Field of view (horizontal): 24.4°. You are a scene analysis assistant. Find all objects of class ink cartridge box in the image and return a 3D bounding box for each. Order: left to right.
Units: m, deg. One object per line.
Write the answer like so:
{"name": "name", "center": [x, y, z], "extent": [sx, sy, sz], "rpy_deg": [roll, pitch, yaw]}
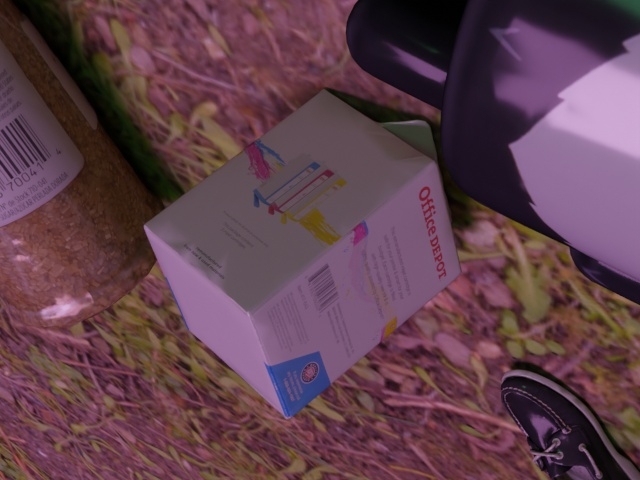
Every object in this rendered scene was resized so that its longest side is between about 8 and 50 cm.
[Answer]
{"name": "ink cartridge box", "center": [0.000, 0.000, 0.767], "extent": [0.090, 0.143, 0.092], "rpy_deg": [37, 156, 36]}

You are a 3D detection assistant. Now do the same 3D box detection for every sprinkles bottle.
{"name": "sprinkles bottle", "center": [-0.224, -0.106, 0.852], "extent": [0.121, 0.121, 0.355], "rpy_deg": [6, 139, 42]}

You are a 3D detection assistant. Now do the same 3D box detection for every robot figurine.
{"name": "robot figurine", "center": [0.147, -0.057, 0.478], "extent": [0.278, 0.173, 0.209], "rpy_deg": [27, -178, 16]}

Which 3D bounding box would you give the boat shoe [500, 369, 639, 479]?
{"name": "boat shoe", "center": [0.148, 0.128, 0.889], "extent": [0.125, 0.038, 0.046], "rpy_deg": [48, 148, -21]}
